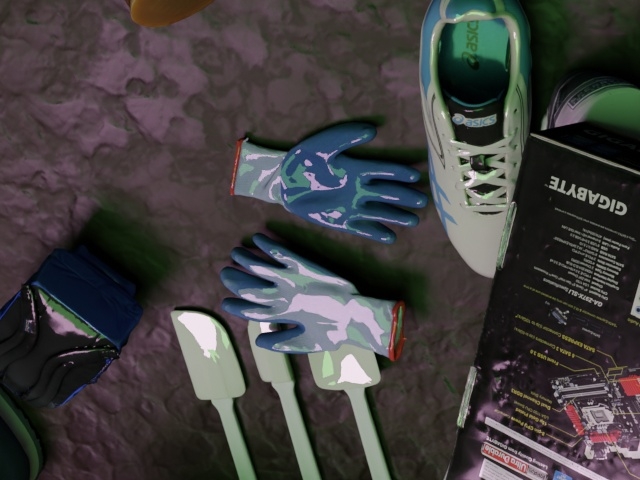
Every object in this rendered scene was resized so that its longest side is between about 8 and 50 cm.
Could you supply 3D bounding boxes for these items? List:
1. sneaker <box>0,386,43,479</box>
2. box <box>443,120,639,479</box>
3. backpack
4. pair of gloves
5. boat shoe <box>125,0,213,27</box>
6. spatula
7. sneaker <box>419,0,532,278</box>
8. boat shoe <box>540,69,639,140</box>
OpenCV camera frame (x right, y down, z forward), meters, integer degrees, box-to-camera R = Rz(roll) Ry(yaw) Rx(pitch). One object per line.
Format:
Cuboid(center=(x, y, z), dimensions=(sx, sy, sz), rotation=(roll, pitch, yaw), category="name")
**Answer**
Cuboid(center=(-0.369, 0.120, 1.345), dimensions=(0.112, 0.131, 0.319), rotation=(-38, 101, 29), category="sneaker")
Cuboid(center=(0.247, 0.096, 0.981), dimensions=(0.322, 0.079, 0.257), rotation=(23, 114, 33), category="box")
Cuboid(center=(-0.207, 0.073, 1.291), dimensions=(0.098, 0.101, 0.120), rotation=(41, 124, -5), category="backpack")
Cuboid(center=(0.000, 0.000, 1.231), dimensions=(0.159, 0.023, 0.198), rotation=(13, 111, 16), category="pair of gloves")
Cuboid(center=(-0.067, -0.235, 1.118), dimensions=(0.207, 0.073, 0.073), rotation=(-39, 63, 26), category="boat shoe")
Cuboid(center=(-0.017, 0.157, 1.327), dimensions=(0.168, 0.019, 0.242), rotation=(-8, 114, 19), category="spatula")
Cuboid(center=(0.111, -0.073, 1.134), dimensions=(0.085, 0.086, 0.237), rotation=(-1, 117, 15), category="sneaker")
Cuboid(center=(0.210, 0.026, 1.146), dimensions=(0.108, 0.102, 0.301), rotation=(-16, 108, -4), category="boat shoe")
